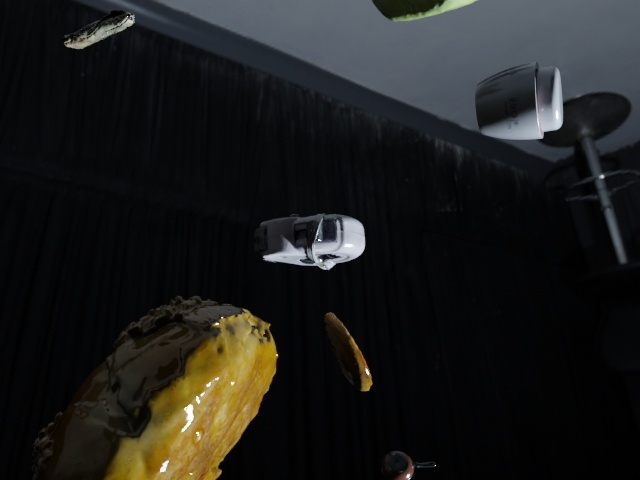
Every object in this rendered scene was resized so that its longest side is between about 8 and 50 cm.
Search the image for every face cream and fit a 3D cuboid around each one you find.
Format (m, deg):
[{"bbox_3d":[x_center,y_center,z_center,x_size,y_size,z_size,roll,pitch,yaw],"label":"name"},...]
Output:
[{"bbox_3d":[0.242,-0.167,0.690,0.095,0.091,0.091,-3,157,26],"label":"face cream"}]

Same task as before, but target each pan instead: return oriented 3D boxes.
[{"bbox_3d":[0.183,0.464,1.176,0.115,0.068,0.023,-4,134,-3],"label":"pan"}]

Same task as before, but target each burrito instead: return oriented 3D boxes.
[{"bbox_3d":[-0.459,-0.441,1.184,0.171,0.051,0.042,-16,112,23],"label":"burrito"}]

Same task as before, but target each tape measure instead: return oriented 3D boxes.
[{"bbox_3d":[0.000,0.000,1.281,0.197,0.120,0.236,-13,164,36],"label":"tape measure"}]

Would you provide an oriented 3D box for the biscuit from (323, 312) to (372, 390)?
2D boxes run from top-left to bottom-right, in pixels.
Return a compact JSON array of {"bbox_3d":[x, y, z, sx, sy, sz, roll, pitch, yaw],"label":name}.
[{"bbox_3d":[0.068,0.280,1.322,0.033,0.144,0.224,-30,130,-15],"label":"biscuit"}]

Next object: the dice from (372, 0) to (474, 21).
[{"bbox_3d":[0.246,-0.628,1.211,0.252,0.249,0.254,2,120,41],"label":"dice"}]

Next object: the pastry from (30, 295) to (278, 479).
[{"bbox_3d":[-0.182,0.199,0.627,0.161,0.311,0.255,25,156,14],"label":"pastry"}]
